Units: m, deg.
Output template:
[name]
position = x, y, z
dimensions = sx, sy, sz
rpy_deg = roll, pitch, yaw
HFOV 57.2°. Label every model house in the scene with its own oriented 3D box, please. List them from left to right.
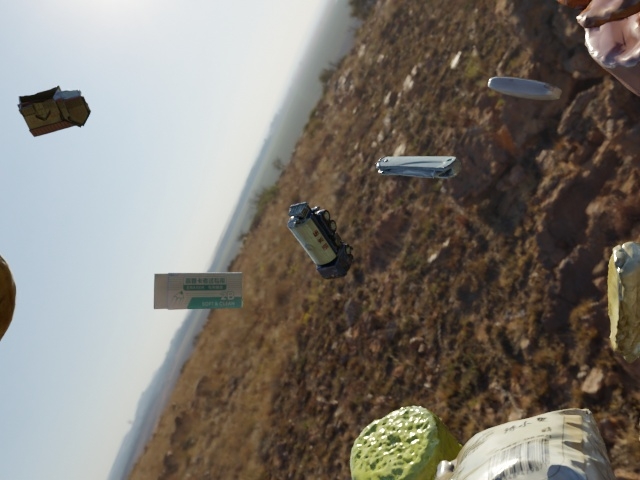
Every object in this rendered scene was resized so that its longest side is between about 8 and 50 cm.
[model house]
position = -0.350, -0.168, 0.782
dimensions = 0.057, 0.083, 0.058
rpy_deg = -126, 22, -44

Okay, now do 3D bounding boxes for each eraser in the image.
[eraser]
position = -0.313, 0.130, 1.514
dimensions = 0.052, 0.225, 0.095
rpy_deg = 167, 103, -73

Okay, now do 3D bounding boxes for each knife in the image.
[knife]
position = 0.140, -0.107, 0.866
dimensions = 0.044, 0.023, 0.162
rpy_deg = -41, 27, -23

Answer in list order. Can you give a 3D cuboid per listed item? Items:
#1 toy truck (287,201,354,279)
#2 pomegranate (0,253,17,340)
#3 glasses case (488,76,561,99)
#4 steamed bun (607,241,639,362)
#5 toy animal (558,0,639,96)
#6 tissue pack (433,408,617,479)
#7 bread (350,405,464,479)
[toy truck]
position = 0.000, 0.000, 1.296
dimensions = 0.074, 0.201, 0.088
rpy_deg = -12, 38, 31
[pomegranate]
position = -0.605, 0.090, 0.888
dimensions = 0.260, 0.260, 0.260
rpy_deg = -157, 90, -80
[glasses case]
position = 0.460, -0.344, 1.329
dimensions = 0.063, 0.164, 0.041
rpy_deg = -6, -69, -51
[steamed bun]
position = 0.786, 0.108, 1.406
dimensions = 0.428, 0.189, 0.247
rpy_deg = 60, -154, -46
[toy animal]
position = 0.357, -0.178, 0.533
dimensions = 0.169, 0.281, 0.195
rpy_deg = -41, 28, 25
[tissue pack]
position = 0.323, 0.447, 1.015
dimensions = 0.376, 0.195, 0.390
rpy_deg = -29, -2, 24
[bread]
position = 0.257, 0.634, 1.536
dimensions = 0.348, 0.307, 0.348
rpy_deg = -28, 20, 11
